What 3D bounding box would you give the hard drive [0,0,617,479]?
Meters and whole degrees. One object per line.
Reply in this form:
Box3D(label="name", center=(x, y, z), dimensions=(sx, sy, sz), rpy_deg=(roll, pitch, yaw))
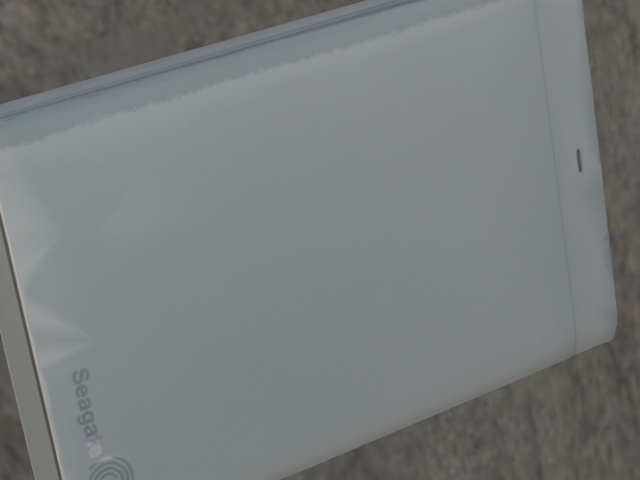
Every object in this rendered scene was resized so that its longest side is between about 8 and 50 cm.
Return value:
Box3D(label="hard drive", center=(0.000, 0.000, 0.819), dimensions=(0.307, 0.203, 0.040), rpy_deg=(-20, 21, -27))
